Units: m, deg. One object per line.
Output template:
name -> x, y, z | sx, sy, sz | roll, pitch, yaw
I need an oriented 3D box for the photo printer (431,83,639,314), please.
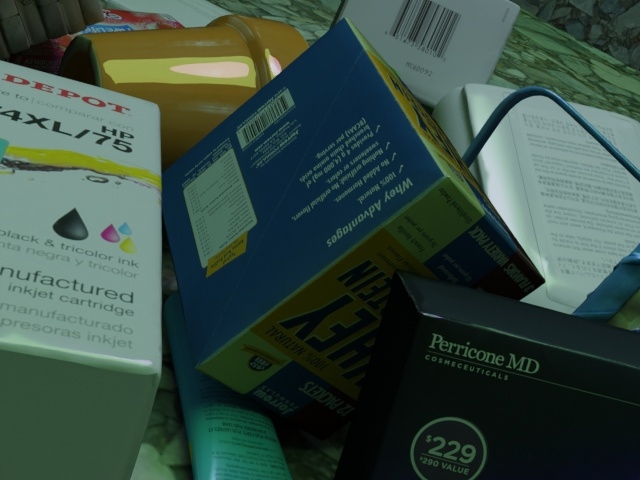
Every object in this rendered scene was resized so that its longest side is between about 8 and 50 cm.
photo printer -> 0.252, -0.006, 0.880 | 0.255, 0.107, 0.308 | 8, 55, -18

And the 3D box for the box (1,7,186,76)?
box -> -0.232, -0.159, 0.863 | 0.128, 0.123, 0.256 | 40, 31, 30

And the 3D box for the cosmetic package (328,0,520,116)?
cosmetic package -> 0.106, -0.257, 1.133 | 0.196, 0.155, 0.365 | 23, 3, -5

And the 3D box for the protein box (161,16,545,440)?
protein box -> 0.009, -0.010, 0.607 | 0.136, 0.199, 0.201 | 39, 19, -41

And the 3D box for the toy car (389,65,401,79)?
toy car -> 0.004, -0.072, 0.875 | 0.149, 0.155, 0.188 | 56, 44, -27

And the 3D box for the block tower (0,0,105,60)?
block tower -> -0.344, -0.160, 0.644 | 0.335, 0.097, 0.091 | -29, 42, -25

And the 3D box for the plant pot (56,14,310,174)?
plant pot -> -0.129, -0.106, 0.758 | 0.187, 0.205, 0.205 | 0, 34, -34

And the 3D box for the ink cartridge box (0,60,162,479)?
ink cartridge box -> -0.200, 0.039, 0.435 | 0.198, 0.197, 0.270 | 13, 27, -18

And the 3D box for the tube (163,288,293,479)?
tube -> -0.065, 0.112, 0.577 | 0.080, 0.052, 0.207 | 12, 31, -28

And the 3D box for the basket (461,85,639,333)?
basket -> 0.189, 0.058, 0.646 | 0.289, 0.255, 0.201 | 43, 20, 21

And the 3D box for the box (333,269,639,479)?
box -> 0.147, 0.142, 0.485 | 0.261, 0.185, 0.103 | 14, 8, -5

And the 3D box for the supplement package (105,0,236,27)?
supplement package -> -0.191, -0.246, 1.077 | 0.105, 0.105, 0.179 | 29, 27, 11
